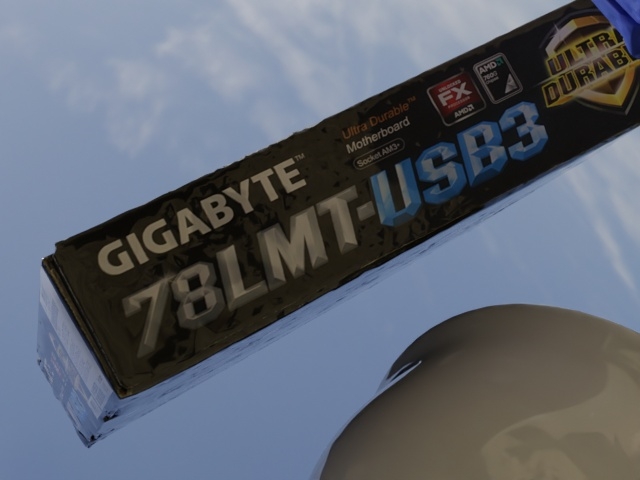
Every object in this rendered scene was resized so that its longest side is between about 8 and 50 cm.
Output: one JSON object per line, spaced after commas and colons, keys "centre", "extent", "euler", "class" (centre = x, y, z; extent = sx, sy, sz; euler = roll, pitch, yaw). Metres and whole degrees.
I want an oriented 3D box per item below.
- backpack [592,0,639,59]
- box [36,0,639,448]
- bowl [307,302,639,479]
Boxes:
{"centre": [0.147, -0.125, 0.422], "extent": [0.101, 0.120, 0.098], "euler": [88, 161, -55], "class": "backpack"}
{"centre": [0.000, 0.000, 0.622], "extent": [0.073, 0.296, 0.293], "euler": [61, 163, 3], "class": "box"}
{"centre": [0.077, 0.186, 0.529], "extent": [0.134, 0.298, 0.298], "euler": [-17, -113, -41], "class": "bowl"}
